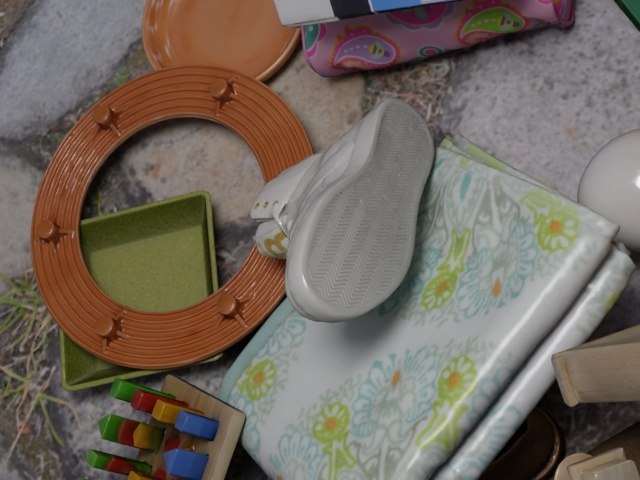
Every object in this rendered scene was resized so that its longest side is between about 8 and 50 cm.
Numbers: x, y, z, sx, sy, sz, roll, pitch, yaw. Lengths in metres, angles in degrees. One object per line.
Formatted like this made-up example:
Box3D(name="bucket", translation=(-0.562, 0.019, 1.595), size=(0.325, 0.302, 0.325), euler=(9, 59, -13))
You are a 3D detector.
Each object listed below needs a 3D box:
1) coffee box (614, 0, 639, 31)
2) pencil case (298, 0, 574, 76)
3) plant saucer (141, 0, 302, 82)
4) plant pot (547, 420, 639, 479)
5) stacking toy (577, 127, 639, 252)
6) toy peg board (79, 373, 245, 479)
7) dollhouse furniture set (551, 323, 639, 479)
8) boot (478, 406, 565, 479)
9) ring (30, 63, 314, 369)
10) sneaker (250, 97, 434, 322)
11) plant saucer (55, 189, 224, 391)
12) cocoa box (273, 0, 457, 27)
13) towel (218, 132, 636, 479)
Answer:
Box3D(name="coffee box", translation=(0.375, -0.215, 1.520), size=(0.113, 0.040, 0.184), euler=(-35, 64, 8))
Box3D(name="pencil case", translation=(0.117, -0.249, 1.593), size=(0.284, 0.124, 0.124), euler=(-9, 70, 20))
Box3D(name="plant saucer", translation=(-0.102, -0.247, 1.727), size=(0.200, 0.037, 0.200), euler=(-7, 69, 20))
Box3D(name="plant pot", translation=(0.269, 0.257, 1.332), size=(0.215, 0.215, 0.230), euler=(36, 75, 28))
Box3D(name="stacking toy", translation=(0.441, -0.104, 1.360), size=(0.480, 0.351, 0.350), euler=(-20, 65, 35))
Box3D(name="toy peg board", translation=(-0.166, 0.217, 1.525), size=(0.161, 0.079, 0.161), euler=(17, 88, 60))
Box3D(name="dollhouse furniture set", translation=(0.333, 0.232, 1.227), size=(0.303, 0.174, 0.355), euler=(-18, 89, -17))
Box3D(name="boot", translation=(0.076, 0.237, 1.453), size=(0.305, 0.115, 0.112), euler=(-33, 67, 11))
Box3D(name="ring", translation=(-0.161, -0.032, 1.632), size=(0.337, 0.032, 0.336), euler=(-7, 69, 20))
Box3D(name="sneaker", translation=(0.000, 0.000, 1.452), size=(0.169, 0.108, 0.292), euler=(-32, 19, 36))
Box3D(name="plant saucer", translation=(-0.186, 0.058, 1.656), size=(0.188, 0.045, 0.188), euler=(-13, 68, 18))
Box3D(name="cocoa box", translation=(0.078, -0.396, 1.512), size=(0.228, 0.231, 0.347), euler=(-5, 34, 21))
Box3D(name="towel", translation=(0.083, 0.087, 1.433), size=(0.374, 0.090, 0.320), euler=(-52, 30, 0))
